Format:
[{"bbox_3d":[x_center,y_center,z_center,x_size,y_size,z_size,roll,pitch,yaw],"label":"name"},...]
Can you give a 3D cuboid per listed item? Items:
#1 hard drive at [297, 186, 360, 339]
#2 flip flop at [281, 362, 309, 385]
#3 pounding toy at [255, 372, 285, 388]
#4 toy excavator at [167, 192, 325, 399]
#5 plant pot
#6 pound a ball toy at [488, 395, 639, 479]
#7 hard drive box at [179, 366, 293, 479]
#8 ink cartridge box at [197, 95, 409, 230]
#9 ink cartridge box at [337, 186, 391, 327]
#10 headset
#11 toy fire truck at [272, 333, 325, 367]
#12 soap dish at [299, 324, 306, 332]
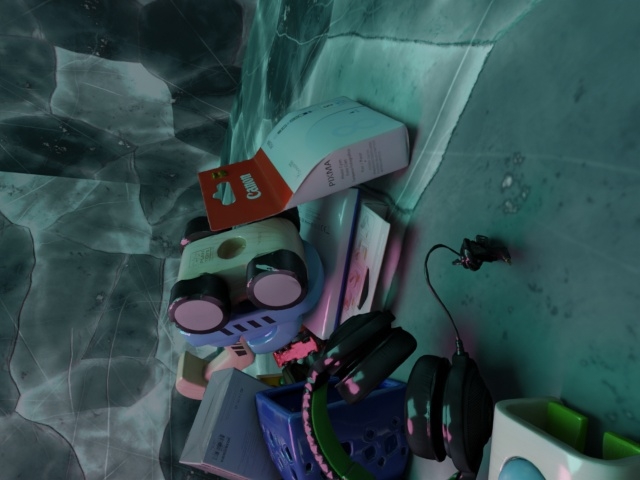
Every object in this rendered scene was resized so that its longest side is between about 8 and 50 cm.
[{"bbox_3d":[-0.016,0.024,0.918,0.210,0.040,0.318,27,113,51],"label":"hard drive"},{"bbox_3d":[-0.050,0.379,1.114,0.277,0.080,0.112,112,144,-86],"label":"flip flop"},{"bbox_3d":[-0.137,0.484,1.198,0.206,0.181,0.094,-122,41,-55],"label":"pounding toy"},{"bbox_3d":[-0.178,0.177,0.900,0.222,0.433,0.445,-102,-7,-49],"label":"toy excavator"},{"bbox_3d":[0.025,0.376,0.766,0.236,0.236,0.211,153,110,-65],"label":"plant pot"},{"bbox_3d":[0.206,0.330,0.439,0.208,0.136,0.318,-168,82,-67],"label":"pound a ball toy"},{"bbox_3d":[-0.139,0.395,0.860,0.089,0.232,0.181,-25,37,41],"label":"hard drive box"},{"bbox_3d":[-0.063,-0.178,0.850,0.308,0.385,0.091,-124,18,-56],"label":"ink cartridge box"},{"bbox_3d":[0.079,0.060,0.877,0.261,0.066,0.296,-132,48,-60],"label":"ink cartridge box"},{"bbox_3d":[0.126,0.176,0.566,0.244,0.185,0.393,28,110,25],"label":"headset"},{"bbox_3d":[-0.059,0.294,1.146,0.192,0.135,0.047,-29,84,24],"label":"toy fire truck"},{"bbox_3d":[-0.132,0.228,1.187,0.291,0.229,0.118,-45,63,58],"label":"soap dish"}]
